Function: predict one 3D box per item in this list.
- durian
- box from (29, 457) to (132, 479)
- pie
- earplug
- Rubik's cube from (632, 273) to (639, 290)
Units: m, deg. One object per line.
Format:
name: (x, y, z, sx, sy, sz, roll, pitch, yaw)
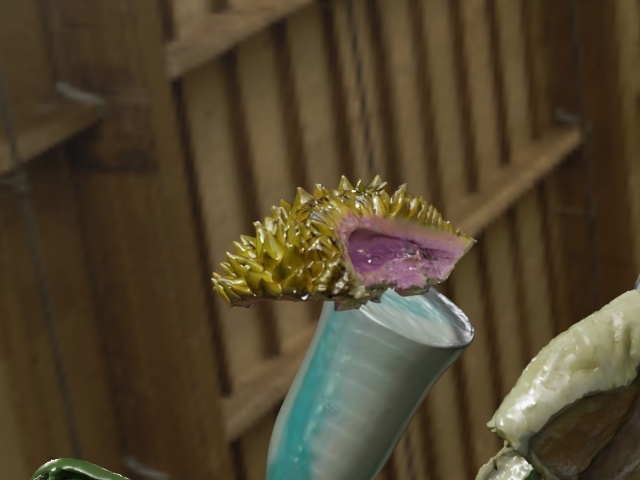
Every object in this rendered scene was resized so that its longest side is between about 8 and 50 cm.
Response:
durian: (0.000, 0.001, 1.726, 0.341, 0.191, 0.112, -14, -76, -64)
box: (-0.150, 0.356, 1.458, 0.178, 0.253, 0.328, -63, -8, -49)
pie: (0.193, 0.164, 1.344, 0.337, 0.075, 0.337, -27, -35, -21)
earplug: (0.031, 0.202, 2.291, 0.185, 0.185, 0.324, -12, -47, -57)
Rubik's cube: (0.410, 0.148, 1.659, 0.259, 0.256, 0.253, 101, 152, -57)
